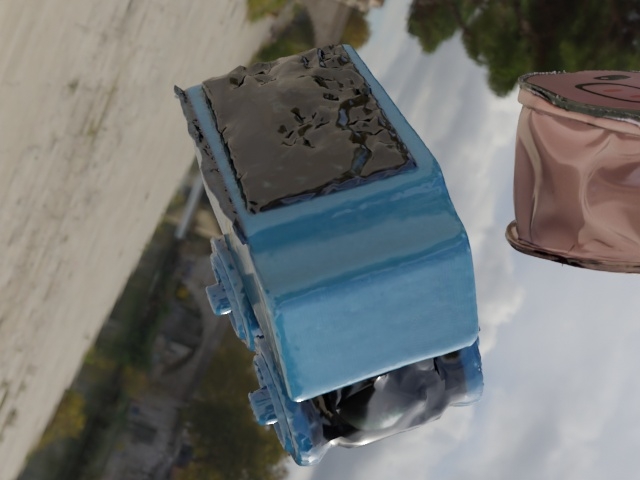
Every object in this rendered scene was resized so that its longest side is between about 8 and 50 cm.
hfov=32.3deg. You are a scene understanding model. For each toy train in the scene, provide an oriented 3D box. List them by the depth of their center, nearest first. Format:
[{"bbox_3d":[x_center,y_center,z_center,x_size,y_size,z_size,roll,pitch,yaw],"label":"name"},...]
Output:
[{"bbox_3d":[0.000,0.000,0.857,0.300,0.187,0.265,-118,-167,-51],"label":"toy train"}]

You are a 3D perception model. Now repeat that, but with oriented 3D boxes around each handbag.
[{"bbox_3d":[0.227,-0.053,0.789,0.205,0.179,0.117,23,-62,56],"label":"handbag"}]
